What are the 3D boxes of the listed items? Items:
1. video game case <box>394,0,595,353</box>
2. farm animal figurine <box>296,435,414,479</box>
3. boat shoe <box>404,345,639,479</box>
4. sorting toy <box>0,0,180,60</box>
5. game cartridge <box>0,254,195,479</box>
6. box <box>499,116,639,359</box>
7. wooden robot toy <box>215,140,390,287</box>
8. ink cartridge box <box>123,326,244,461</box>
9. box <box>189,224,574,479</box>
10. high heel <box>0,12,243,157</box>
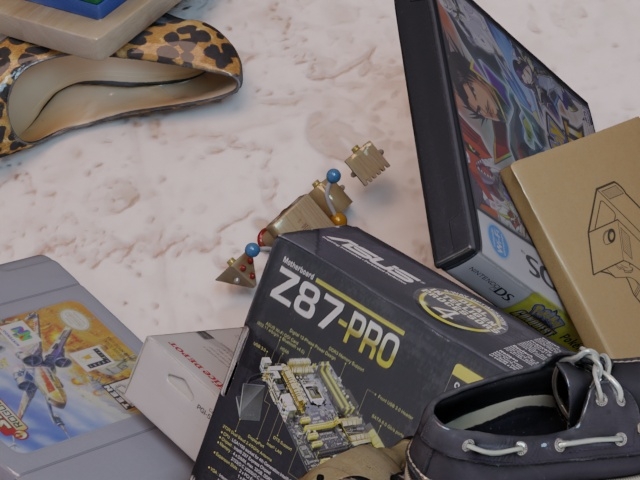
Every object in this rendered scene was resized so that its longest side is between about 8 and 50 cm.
[{"bbox_3d":[0.151,-0.050,1.281,0.035,0.248,0.274,-28,50,28],"label":"video game case"},{"bbox_3d":[-0.065,0.265,1.043,0.327,0.172,0.330,11,102,34],"label":"farm animal figurine"},{"bbox_3d":[0.145,0.095,0.945,0.206,0.065,0.075,-14,41,-17],"label":"boat shoe"},{"bbox_3d":[-0.231,-0.290,1.572,0.255,0.089,0.257,18,43,26],"label":"sorting toy"},{"bbox_3d":[-0.213,0.120,1.308,0.198,0.062,0.297,-12,41,-46],"label":"game cartridge"},{"bbox_3d":[0.226,0.018,1.236,0.164,0.021,0.201,-20,83,-45],"label":"box"},{"bbox_3d":[0.000,0.000,1.404,0.173,0.076,0.079,-42,93,-15],"label":"wooden robot toy"},{"bbox_3d":[-0.065,0.115,1.284,0.099,0.135,0.056,38,114,32],"label":"ink cartridge box"},{"bbox_3d":[0.088,0.215,1.095,0.395,0.097,0.318,30,113,30],"label":"box"},{"bbox_3d":[-0.202,-0.121,1.499,0.186,0.093,0.261,29,59,35],"label":"high heel"}]
